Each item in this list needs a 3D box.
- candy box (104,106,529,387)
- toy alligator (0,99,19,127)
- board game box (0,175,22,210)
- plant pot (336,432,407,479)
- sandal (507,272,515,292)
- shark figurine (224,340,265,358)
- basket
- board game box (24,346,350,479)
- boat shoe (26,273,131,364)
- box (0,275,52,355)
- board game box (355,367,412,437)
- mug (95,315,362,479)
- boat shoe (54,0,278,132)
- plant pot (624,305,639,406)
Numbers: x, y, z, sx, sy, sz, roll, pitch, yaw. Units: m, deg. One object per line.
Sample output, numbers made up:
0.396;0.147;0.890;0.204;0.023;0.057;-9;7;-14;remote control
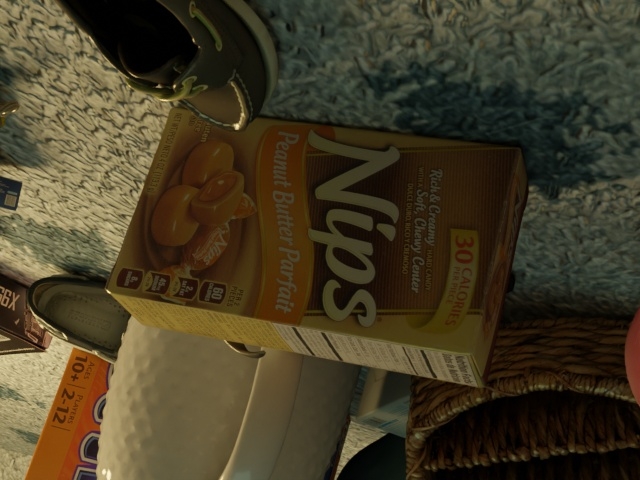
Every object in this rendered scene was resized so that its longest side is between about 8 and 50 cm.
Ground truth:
0.000;0.000;1.013;0.316;0.183;0.087;8;158;20;candy box
-0.332;-0.122;1.137;0.190;0.056;0.051;-17;101;55;toy alligator
-0.426;-0.073;1.243;0.136;0.035;0.201;11;177;26;board game box
0.187;0.371;1.691;0.293;0.293;0.235;20;144;-11;plant pot
0.136;0.063;1.268;0.067;0.040;0.179;24;158;-19;sandal
-0.007;0.041;1.190;0.278;0.116;0.166;-16;173;-22;shark figurine
0.239;0.222;1.234;0.299;0.223;0.213;-8;133;20;basket
-0.181;0.336;1.736;0.357;0.356;0.356;12;158;10;board game box
-0.246;0.121;1.588;0.303;0.114;0.091;11;164;11;boat shoe
-0.563;0.093;1.793;0.242;0.076;0.307;31;154;-33;box
0.227;0.215;1.508;0.303;0.097;0.224;22;159;-12;board game box
-0.099;0.195;1.339;0.276;0.328;0.374;21;161;-12;mug
-0.116;-0.153;0.841;0.109;0.091;0.305;7;157;22;boat shoe
0.358;0.062;0.928;0.201;0.201;0.180;15;144;4;plant pot
